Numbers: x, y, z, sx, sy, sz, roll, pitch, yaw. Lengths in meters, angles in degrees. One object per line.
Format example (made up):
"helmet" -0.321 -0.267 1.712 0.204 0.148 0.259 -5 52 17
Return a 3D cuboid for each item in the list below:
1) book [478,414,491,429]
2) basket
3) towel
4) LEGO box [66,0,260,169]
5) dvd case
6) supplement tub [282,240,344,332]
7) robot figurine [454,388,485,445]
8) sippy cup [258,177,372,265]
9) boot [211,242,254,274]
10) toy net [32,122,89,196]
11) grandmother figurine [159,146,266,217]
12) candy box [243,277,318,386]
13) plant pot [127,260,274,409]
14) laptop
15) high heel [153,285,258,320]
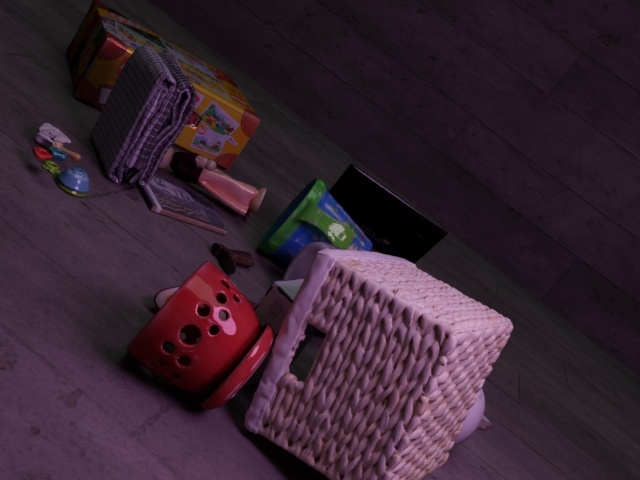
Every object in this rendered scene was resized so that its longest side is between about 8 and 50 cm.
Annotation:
"book" 0.350 0.400 1.871 0.096 0.035 0.144 27 17 -41
"basket" 0.108 0.215 1.271 0.266 0.329 0.331 29 11 27
"towel" -0.408 -0.286 1.768 0.121 0.284 0.235 19 21 -37
"LEGO box" -0.475 -0.463 2.262 0.500 0.193 0.372 24 20 -34
"dvd case" -0.341 -0.093 1.841 0.221 0.018 0.164 20 23 -43
"supplement tub" 0.081 0.139 1.751 0.315 0.194 0.194 25 20 -35
"robot figurine" 0.209 0.310 1.593 0.278 0.209 0.173 36 -5 0
"sippy cup" 0.000 0.000 1.917 0.224 0.240 0.305 40 22 -8
"boot" -0.185 0.051 1.743 0.114 0.037 0.106 24 22 -49
"toy net" -0.564 -0.179 1.595 0.122 0.045 0.232 16 25 -45
"grandmother figurine" -0.311 -0.173 1.959 0.342 0.104 0.208 26 -25 -11
"candy box" -0.075 0.164 1.369 0.070 0.196 0.164 43 18 20
"plant pot" -0.179 0.154 1.208 0.174 0.191 0.191 40 16 -5
"laptop" 0.206 -0.106 2.603 0.381 0.408 0.236 34 51 -6
"high heel" -0.215 0.127 1.448 0.244 0.082 0.117 10 0 -32
